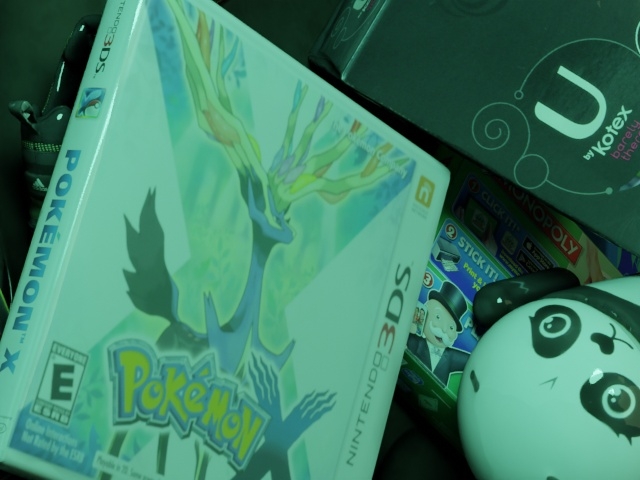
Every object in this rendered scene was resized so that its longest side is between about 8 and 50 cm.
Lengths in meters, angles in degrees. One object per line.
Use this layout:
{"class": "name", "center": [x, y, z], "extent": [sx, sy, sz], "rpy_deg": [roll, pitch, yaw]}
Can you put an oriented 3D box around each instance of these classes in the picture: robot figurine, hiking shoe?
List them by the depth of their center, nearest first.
{"class": "hiking shoe", "center": [-0.105, -0.095, 1.161], "extent": [0.227, 0.086, 0.114], "rpy_deg": [-49, 141, -45]}
{"class": "robot figurine", "center": [0.223, 0.108, 1.335], "extent": [0.278, 0.209, 0.174], "rpy_deg": [-10, 96, -43]}

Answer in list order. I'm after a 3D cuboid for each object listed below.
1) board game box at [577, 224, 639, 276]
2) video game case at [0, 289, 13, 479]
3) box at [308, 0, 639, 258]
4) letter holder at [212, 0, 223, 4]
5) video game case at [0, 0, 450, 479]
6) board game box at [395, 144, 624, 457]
{"class": "board game box", "center": [0.269, 0.095, 1.610], "extent": [0.160, 0.047, 0.210], "rpy_deg": [25, 61, -43]}
{"class": "video game case", "center": [-0.277, 0.050, 0.972], "extent": [0.275, 0.035, 0.248], "rpy_deg": [-30, 103, -49]}
{"class": "box", "center": [0.153, -0.125, 1.338], "extent": [0.270, 0.143, 0.165], "rpy_deg": [29, 95, -14]}
{"class": "letter holder", "center": [-0.054, -0.292, 1.276], "extent": [0.152, 0.214, 0.302], "rpy_deg": [41, 43, 8]}
{"class": "video game case", "center": [-0.050, 0.034, 1.161], "extent": [0.329, 0.036, 0.300], "rpy_deg": [31, 70, -48]}
{"class": "board game box", "center": [0.172, 0.091, 1.447], "extent": [0.317, 0.046, 0.213], "rpy_deg": [45, 51, -21]}
